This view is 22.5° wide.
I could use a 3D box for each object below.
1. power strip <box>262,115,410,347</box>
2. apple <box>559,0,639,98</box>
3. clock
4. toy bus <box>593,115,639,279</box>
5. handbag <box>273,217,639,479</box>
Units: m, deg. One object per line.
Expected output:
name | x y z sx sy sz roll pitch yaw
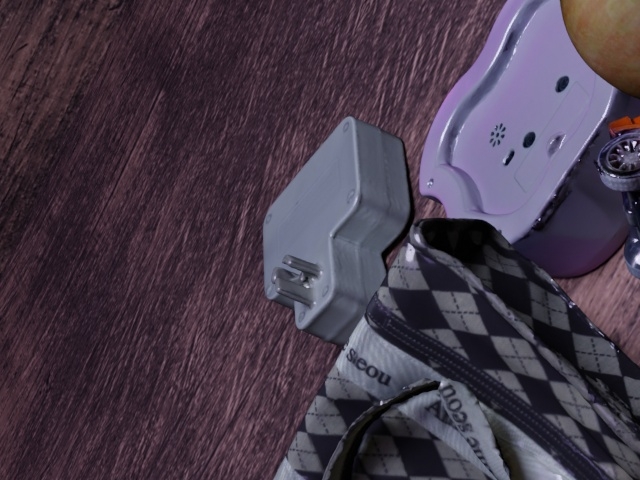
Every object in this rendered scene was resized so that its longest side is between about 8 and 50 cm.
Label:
power strip | 0.000 0.000 2.004 0.229 0.141 0.261 -47 32 37
apple | 0.342 -0.248 1.458 0.234 0.257 0.256 107 164 -53
clock | 0.241 -0.131 1.695 0.338 0.102 0.338 -39 40 44
toy bus | 0.347 0.024 1.343 0.153 0.143 0.329 -20 40 4
handbag | 0.125 0.231 1.412 0.317 0.180 0.416 40 118 28
